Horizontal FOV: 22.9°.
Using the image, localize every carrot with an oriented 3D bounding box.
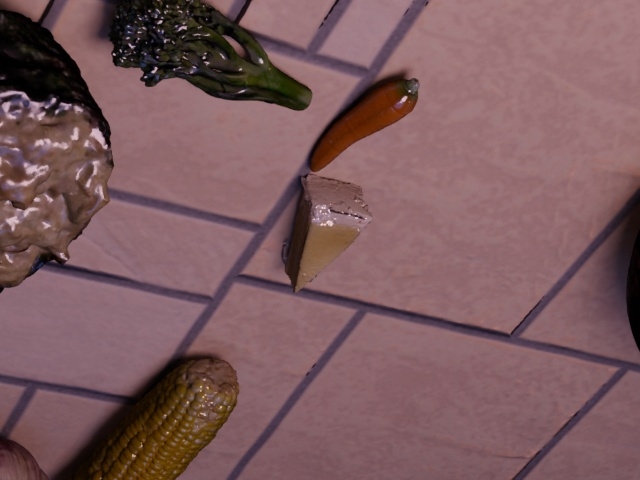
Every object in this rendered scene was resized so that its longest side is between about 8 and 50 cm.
[{"bbox_3d":[0.036,-0.101,1.375,0.035,0.035,0.142,28,132,-36],"label":"carrot"}]

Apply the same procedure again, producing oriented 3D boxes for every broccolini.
[{"bbox_3d":[-0.078,-0.143,1.274,0.203,0.068,0.091,21,109,-33],"label":"broccolini"}]

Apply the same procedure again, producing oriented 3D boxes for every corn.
[{"bbox_3d":[-0.190,0.232,1.635,0.097,0.097,0.320,20,127,-32],"label":"corn"}]

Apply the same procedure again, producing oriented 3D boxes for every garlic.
[{"bbox_3d":[-0.353,0.253,1.608,0.159,0.102,0.147,5,151,-35],"label":"garlic"}]

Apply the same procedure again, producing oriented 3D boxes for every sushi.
[{"bbox_3d":[-0.337,-0.046,1.206,0.350,0.171,0.211,-14,148,-12],"label":"sushi"}]

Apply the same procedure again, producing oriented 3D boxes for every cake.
[{"bbox_3d":[0.000,0.000,1.459,0.065,0.052,0.121,2,136,-20],"label":"cake"}]

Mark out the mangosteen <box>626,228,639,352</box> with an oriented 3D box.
[{"bbox_3d":[0.436,0.061,1.445,0.297,0.313,0.297,-9,128,-12],"label":"mangosteen"}]
